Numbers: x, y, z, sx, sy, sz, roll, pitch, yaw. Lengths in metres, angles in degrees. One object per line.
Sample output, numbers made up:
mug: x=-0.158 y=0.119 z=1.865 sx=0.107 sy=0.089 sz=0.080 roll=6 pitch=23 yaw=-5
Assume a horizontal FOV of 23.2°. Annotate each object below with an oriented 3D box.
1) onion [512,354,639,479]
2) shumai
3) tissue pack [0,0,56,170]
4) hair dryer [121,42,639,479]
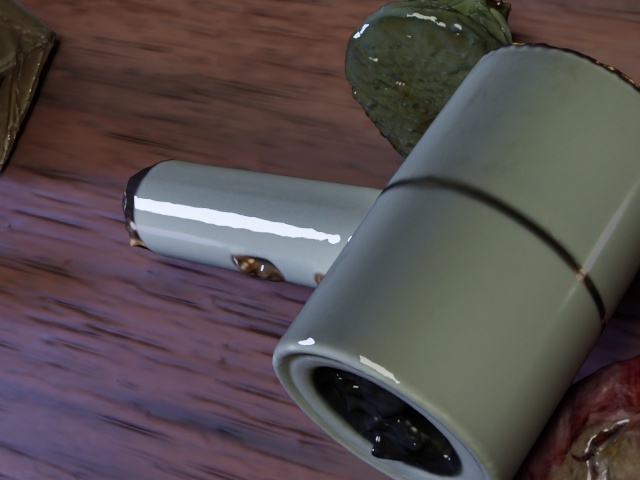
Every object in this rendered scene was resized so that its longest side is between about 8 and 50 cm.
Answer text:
onion: x=0.189 y=0.174 z=0.701 sx=0.227 sy=0.120 sz=0.283 roll=-32 pitch=61 yaw=19
shumai: x=0.080 y=-0.098 z=0.880 sx=0.099 sy=0.124 sz=0.087 roll=-34 pitch=17 yaw=43
tissue pack: x=-0.319 y=-0.144 z=1.044 sx=0.234 sy=0.159 sz=0.125 roll=18 pitch=81 yaw=30
hair dryer: x=0.000 y=0.000 z=0.840 sx=0.362 sy=0.128 sz=0.203 roll=10 pitch=57 yaw=46
